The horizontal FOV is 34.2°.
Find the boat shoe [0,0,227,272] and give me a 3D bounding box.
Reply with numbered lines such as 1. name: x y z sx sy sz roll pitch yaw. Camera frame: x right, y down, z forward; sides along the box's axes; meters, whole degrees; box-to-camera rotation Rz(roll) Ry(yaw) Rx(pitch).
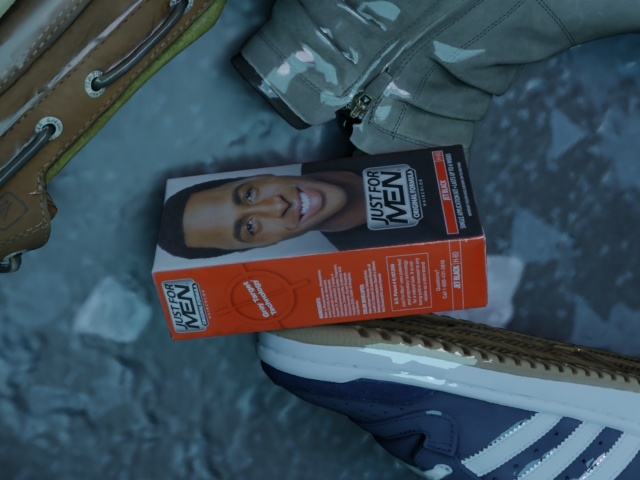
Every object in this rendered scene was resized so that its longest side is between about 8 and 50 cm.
1. boat shoe: -0.153 -0.027 0.429 0.104 0.111 0.307 37 98 -31

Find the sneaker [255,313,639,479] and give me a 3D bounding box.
1. sneaker: 0.090 0.125 0.525 0.282 0.099 0.153 13 96 -18

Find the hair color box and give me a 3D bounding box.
1. hair color box: 0.000 0.000 0.470 0.141 0.072 0.043 -7 128 3

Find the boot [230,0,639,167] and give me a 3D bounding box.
1. boot: 0.092 -0.095 0.505 0.246 0.083 0.161 21 106 -15
